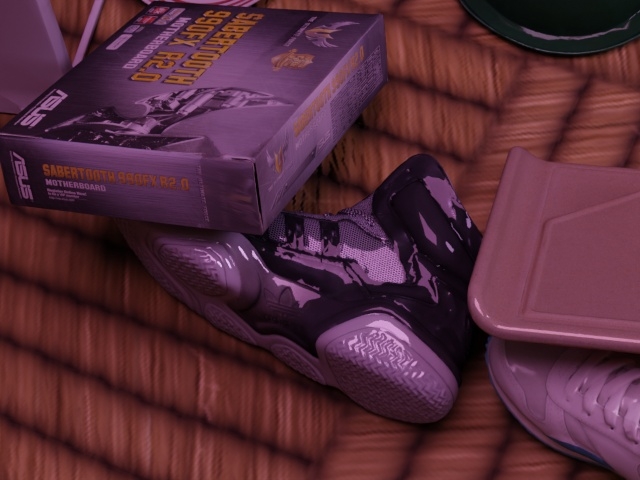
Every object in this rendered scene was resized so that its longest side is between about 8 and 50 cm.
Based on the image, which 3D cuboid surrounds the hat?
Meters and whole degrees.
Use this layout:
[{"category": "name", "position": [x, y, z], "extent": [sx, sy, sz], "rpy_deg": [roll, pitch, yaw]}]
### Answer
[{"category": "hat", "position": [0.182, -0.245, 1.186], "extent": [0.208, 0.183, 0.173], "rpy_deg": [33, 71, 22]}]

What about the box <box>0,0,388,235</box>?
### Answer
[{"category": "box", "position": [-0.079, -0.090, 1.130], "extent": [0.183, 0.056, 0.231], "rpy_deg": [7, 32, 22]}]

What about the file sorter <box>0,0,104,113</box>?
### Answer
[{"category": "file sorter", "position": [-0.305, -0.226, 1.234], "extent": [0.278, 0.193, 0.173], "rpy_deg": [7, 59, 11]}]

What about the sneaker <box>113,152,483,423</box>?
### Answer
[{"category": "sneaker", "position": [0.000, 0.000, 1.123], "extent": [0.269, 0.101, 0.153], "rpy_deg": [30, 67, 15]}]

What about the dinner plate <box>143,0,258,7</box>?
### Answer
[{"category": "dinner plate", "position": [-0.085, -0.226, 1.304], "extent": [0.141, 0.017, 0.141], "rpy_deg": [-3, 60, 5]}]

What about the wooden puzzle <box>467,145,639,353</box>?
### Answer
[{"category": "wooden puzzle", "position": [0.224, 0.017, 1.074], "extent": [0.239, 0.044, 0.221], "rpy_deg": [10, 32, 10]}]

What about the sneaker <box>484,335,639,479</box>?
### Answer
[{"category": "sneaker", "position": [0.203, 0.109, 1.032], "extent": [0.229, 0.092, 0.087], "rpy_deg": [34, 70, 19]}]
